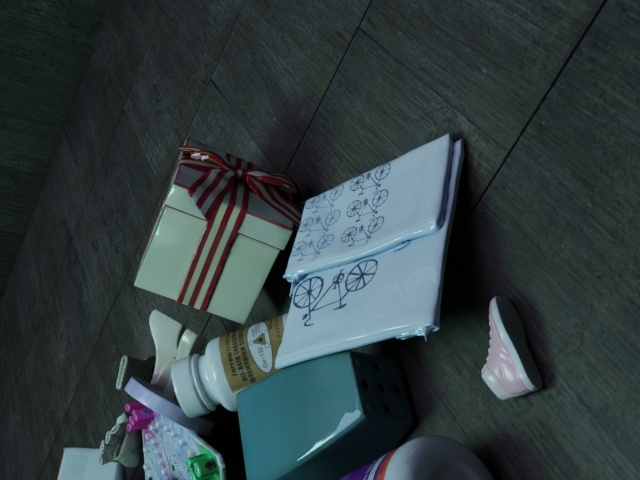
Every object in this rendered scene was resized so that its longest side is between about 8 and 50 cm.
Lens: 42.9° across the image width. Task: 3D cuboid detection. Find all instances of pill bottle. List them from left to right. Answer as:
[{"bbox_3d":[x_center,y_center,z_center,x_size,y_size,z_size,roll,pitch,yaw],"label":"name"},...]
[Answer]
[{"bbox_3d":[-0.128,0.216,1.382,0.229,0.131,0.131,-20,53,4],"label":"pill bottle"},{"bbox_3d":[0.078,0.391,1.079,0.323,0.182,0.181,-41,48,42],"label":"pill bottle"}]

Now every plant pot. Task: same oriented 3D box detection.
[{"bbox_3d":[0.014,0.271,1.237,0.234,0.166,0.165,-38,50,36],"label":"plant pot"}]

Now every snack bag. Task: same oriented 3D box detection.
[{"bbox_3d":[0.062,0.022,1.221,0.323,0.037,0.342,-21,43,40],"label":"snack bag"}]

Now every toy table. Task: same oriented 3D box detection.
[{"bbox_3d":[-0.254,0.260,1.564,0.160,0.252,0.274,-59,-1,-10],"label":"toy table"}]

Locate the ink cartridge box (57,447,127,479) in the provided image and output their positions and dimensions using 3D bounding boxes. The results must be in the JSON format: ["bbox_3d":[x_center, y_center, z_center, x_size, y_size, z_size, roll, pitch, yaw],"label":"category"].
[{"bbox_3d":[-0.495,0.649,1.737,0.309,0.130,0.271,-93,5,-48],"label":"ink cartridge box"}]

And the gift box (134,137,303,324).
[{"bbox_3d":[-0.178,-0.021,1.500,0.276,0.255,0.258,-105,38,-60],"label":"gift box"}]

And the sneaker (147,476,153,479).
[{"bbox_3d":[-0.329,0.542,1.487,0.321,0.125,0.180,-2,96,58],"label":"sneaker"}]

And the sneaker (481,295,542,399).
[{"bbox_3d":[0.231,0.142,1.051,0.070,0.051,0.134,-39,54,37],"label":"sneaker"}]

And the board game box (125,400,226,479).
[{"bbox_3d":[-0.283,0.539,1.580,0.390,0.050,0.389,14,109,57],"label":"board game box"}]

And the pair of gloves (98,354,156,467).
[{"bbox_3d":[-0.395,0.370,1.775,0.042,0.204,0.240,4,82,24],"label":"pair of gloves"}]

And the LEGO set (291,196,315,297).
[{"bbox_3d":[0.000,0.000,1.431,0.244,0.060,0.182,-15,68,57],"label":"LEGO set"}]
